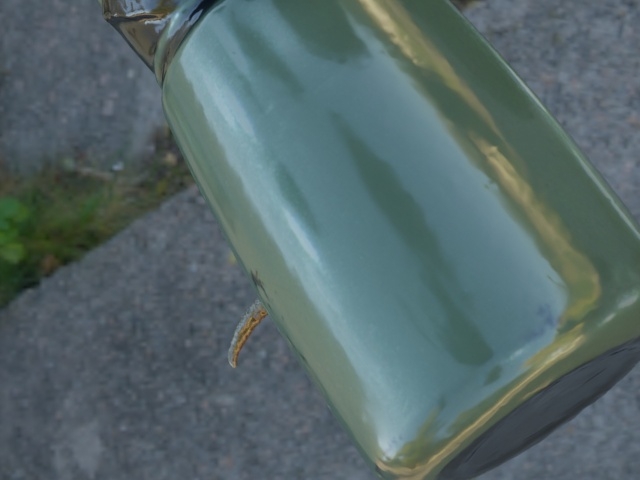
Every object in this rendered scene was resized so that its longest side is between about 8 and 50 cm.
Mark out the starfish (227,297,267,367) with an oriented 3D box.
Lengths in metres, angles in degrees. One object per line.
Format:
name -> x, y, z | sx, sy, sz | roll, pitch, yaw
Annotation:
starfish -> 0.007, 0.002, 1.002 | 0.238, 0.057, 0.213 | -50, 36, 34

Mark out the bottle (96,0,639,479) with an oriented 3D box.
bottle -> 0.010, -0.058, 0.685 | 0.168, 0.168, 0.347 | -47, 69, 35
